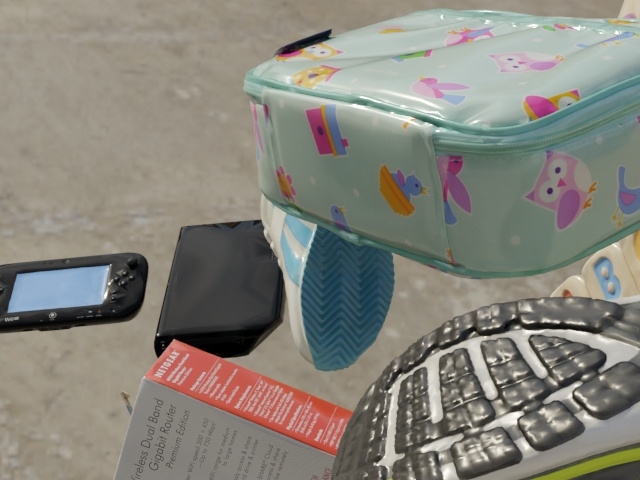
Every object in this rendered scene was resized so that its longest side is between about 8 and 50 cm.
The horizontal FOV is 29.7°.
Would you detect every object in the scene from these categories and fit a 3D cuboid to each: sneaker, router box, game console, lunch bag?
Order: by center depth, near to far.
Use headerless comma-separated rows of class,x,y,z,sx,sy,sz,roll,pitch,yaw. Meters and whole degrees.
sneaker,0.148,0.089,0.531,0.300,0.121,0.111,-15,31,18
lunch bag,0.098,-0.080,0.763,0.224,0.107,0.279,-25,28,-30
sneaker,0.000,0.000,1.005,0.087,0.092,0.228,8,67,-28
router box,-0.058,0.301,1.145,0.301,0.335,0.082,21,25,6
game console,-0.215,0.061,1.348,0.362,0.044,0.213,-6,33,5

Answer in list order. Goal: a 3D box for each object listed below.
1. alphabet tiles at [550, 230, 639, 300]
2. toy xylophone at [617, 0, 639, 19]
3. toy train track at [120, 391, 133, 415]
alphabet tiles,0.258,0.130,0.909,0.021,0.284,0.277,-5,64,-24
toy xylophone,0.335,-0.154,0.854,0.323,0.236,0.081,-9,44,-11
toy train track,-0.219,0.219,1.462,0.014,0.083,0.048,-30,-13,5
